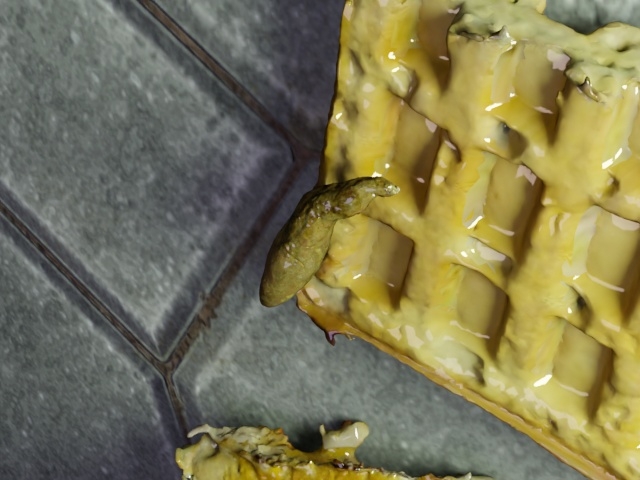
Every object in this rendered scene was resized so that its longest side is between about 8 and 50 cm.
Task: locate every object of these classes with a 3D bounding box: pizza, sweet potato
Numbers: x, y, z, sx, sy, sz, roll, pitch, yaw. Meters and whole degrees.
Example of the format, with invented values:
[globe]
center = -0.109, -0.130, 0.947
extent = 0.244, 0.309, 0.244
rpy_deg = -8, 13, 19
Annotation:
[pizza]
center = -0.002, 0.235, 1.091
extent = 0.297, 0.071, 0.189
rpy_deg = 9, 89, 30
[sweet potato]
center = -0.005, -0.004, 0.886
extent = 0.041, 0.038, 0.153
rpy_deg = 33, 133, -11

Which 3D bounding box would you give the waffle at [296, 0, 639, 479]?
[waffle]
center = 0.143, 0.002, 0.840
extent = 0.348, 0.077, 0.304
rpy_deg = 30, 135, 22
